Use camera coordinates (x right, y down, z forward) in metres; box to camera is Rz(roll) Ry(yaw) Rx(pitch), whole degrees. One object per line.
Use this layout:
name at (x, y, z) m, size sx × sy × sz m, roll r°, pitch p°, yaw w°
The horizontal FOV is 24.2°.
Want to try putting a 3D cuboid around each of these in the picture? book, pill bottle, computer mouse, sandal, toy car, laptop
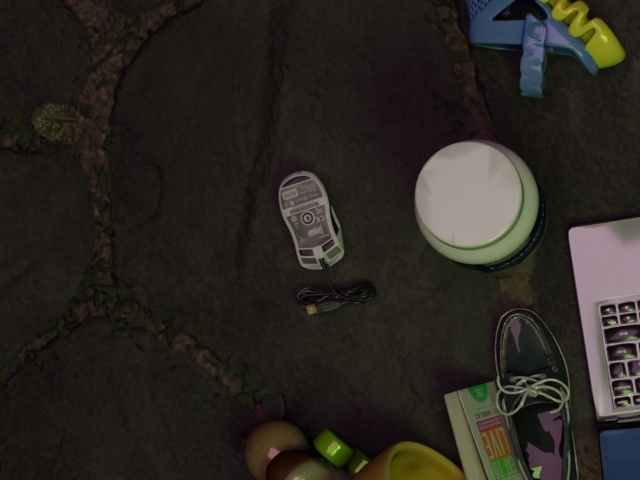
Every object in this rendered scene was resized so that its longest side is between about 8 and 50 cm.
book at (0.211, 0.256, 1.897) m, size 0.035 × 0.096 × 0.144 m, roll -23°, pitch 80°, yaw 36°
pill bottle at (0.196, -0.042, 1.839) m, size 0.153 × 0.265 × 0.153 m, roll -1°, pitch 85°, yaw 13°
computer mouse at (0.000, 0.000, 1.995) m, size 0.106 × 0.042 × 0.193 m, roll -17°, pitch 87°, yaw 15°
sandal at (0.238, -0.304, 1.932) m, size 0.317 × 0.126 × 0.138 m, roll 45°, pitch 99°, yaw 14°
toy car at (-0.044, 0.288, 1.953) m, size 0.155 × 0.149 × 0.188 m, roll -48°, pitch 49°, yaw 1°
laptop at (0.507, 0.142, 1.770) m, size 0.382 × 0.236 × 0.407 m, roll -9°, pitch 83°, yaw 11°

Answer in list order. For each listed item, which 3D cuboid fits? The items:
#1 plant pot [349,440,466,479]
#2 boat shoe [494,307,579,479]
plant pot at (0.086, 0.416, 1.843) m, size 0.239 × 0.254 × 0.254 m, roll -41°, pitch 78°, yaw 20°
boat shoe at (0.271, 0.209, 1.894) m, size 0.095 × 0.079 × 0.254 m, roll -8°, pitch 83°, yaw 12°
